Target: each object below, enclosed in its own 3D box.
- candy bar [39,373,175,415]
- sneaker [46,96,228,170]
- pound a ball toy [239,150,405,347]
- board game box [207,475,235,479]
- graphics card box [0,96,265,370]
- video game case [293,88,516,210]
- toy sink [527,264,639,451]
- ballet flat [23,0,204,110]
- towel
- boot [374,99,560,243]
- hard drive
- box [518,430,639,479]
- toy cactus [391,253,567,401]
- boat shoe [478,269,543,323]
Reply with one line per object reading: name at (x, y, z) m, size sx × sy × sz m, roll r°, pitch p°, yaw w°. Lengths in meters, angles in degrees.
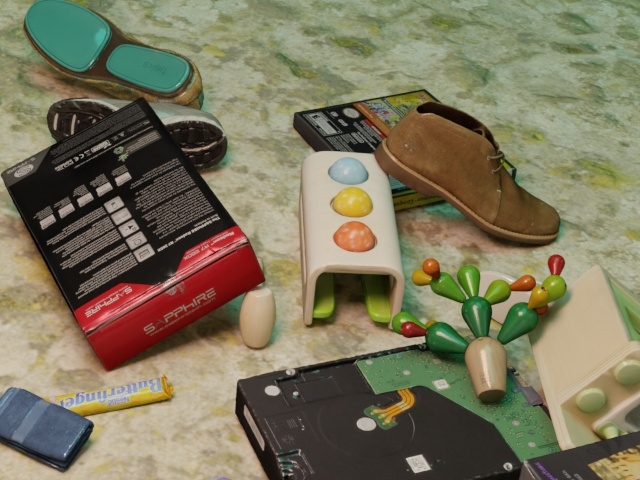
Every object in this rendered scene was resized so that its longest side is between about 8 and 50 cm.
candy bar at (-0.253, 0.187, 1.629) m, size 0.161 × 0.018 × 0.040 m, roll -9°, pitch 38°, yaw -19°
sneaker at (-0.276, -0.165, 2.072) m, size 0.271 × 0.100 × 0.108 m, roll 8°, pitch 23°, yaw -6°
pound a ball toy at (0.000, 0.000, 1.834) m, size 0.208 × 0.136 × 0.319 m, roll 4°, pitch 34°, yaw -4°
board game box at (-0.128, 0.301, 1.473) m, size 0.169 × 0.033 × 0.133 m, roll -13°, pitch 39°, yaw -25°
graphics card box at (-0.253, -0.019, 1.795) m, size 0.233 × 0.094 × 0.371 m, roll -31°, pitch 45°, yaw -9°
video game case at (0.128, -0.144, 2.148) m, size 0.248 × 0.035 × 0.275 m, roll -13°, pitch 39°, yaw -25°
toy sink at (0.353, 0.166, 1.600) m, size 0.153 × 0.131 × 0.234 m, roll 38°, pitch 25°, yaw -25°
ballet flat at (-0.330, -0.281, 2.204) m, size 0.348 × 0.123 × 0.123 m, roll 25°, pitch 39°, yaw 24°
towel at (-0.320, 0.212, 1.561) m, size 0.119 × 0.029 × 0.067 m, roll 19°, pitch 55°, yaw 22°
boot at (0.234, -0.093, 1.953) m, size 0.305 × 0.115 × 0.112 m, roll 26°, pitch 27°, yaw -20°
hard drive at (0.097, 0.224, 1.593) m, size 0.339 × 0.064 × 0.237 m, roll -10°, pitch 38°, yaw -21°
box at (0.345, 0.302, 1.432) m, size 0.270 × 0.165 × 0.143 m, roll -10°, pitch 38°, yaw -22°
toy cactus at (0.193, 0.099, 1.632) m, size 0.219 × 0.112 × 0.180 m, roll -9°, pitch 56°, yaw 5°
boat shoe at (0.290, 0.083, 1.829) m, size 0.184 × 0.066 × 0.063 m, roll 17°, pitch 22°, yaw 19°
